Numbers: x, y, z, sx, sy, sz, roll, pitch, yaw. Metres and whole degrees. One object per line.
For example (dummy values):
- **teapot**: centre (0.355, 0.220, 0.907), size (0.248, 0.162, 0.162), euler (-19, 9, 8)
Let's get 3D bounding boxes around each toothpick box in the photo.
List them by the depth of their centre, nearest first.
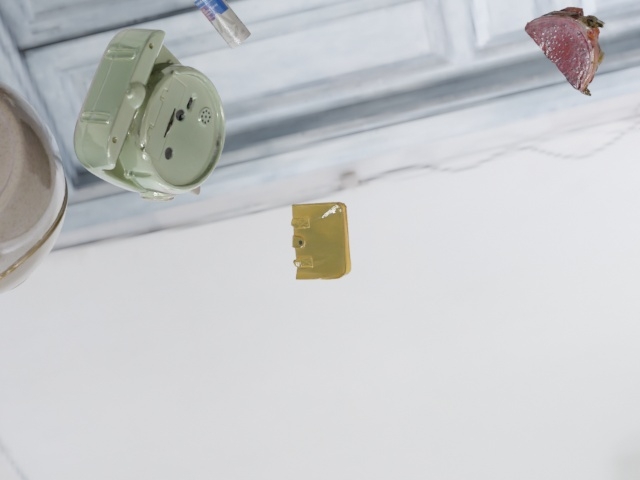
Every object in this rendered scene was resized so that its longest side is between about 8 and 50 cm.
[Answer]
- **toothpick box**: centre (-0.656, -0.080, 1.984), size (0.425, 0.409, 0.409), euler (124, 136, -73)

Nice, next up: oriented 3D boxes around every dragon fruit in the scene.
- **dragon fruit**: centre (0.393, -0.305, 1.713), size (0.147, 0.096, 0.102), euler (46, -159, -6)

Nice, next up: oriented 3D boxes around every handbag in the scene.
- **handbag**: centre (0.000, 0.000, 1.209), size (0.027, 0.061, 0.083), euler (-26, -69, -73)

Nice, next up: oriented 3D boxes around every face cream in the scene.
- **face cream**: centre (-0.143, -0.309, 1.456), size (0.130, 0.034, 0.034), euler (52, -170, -14)

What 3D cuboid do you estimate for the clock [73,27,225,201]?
- **clock**: centre (-0.278, -0.204, 2.002), size (0.324, 0.108, 0.265), euler (35, -112, -53)
